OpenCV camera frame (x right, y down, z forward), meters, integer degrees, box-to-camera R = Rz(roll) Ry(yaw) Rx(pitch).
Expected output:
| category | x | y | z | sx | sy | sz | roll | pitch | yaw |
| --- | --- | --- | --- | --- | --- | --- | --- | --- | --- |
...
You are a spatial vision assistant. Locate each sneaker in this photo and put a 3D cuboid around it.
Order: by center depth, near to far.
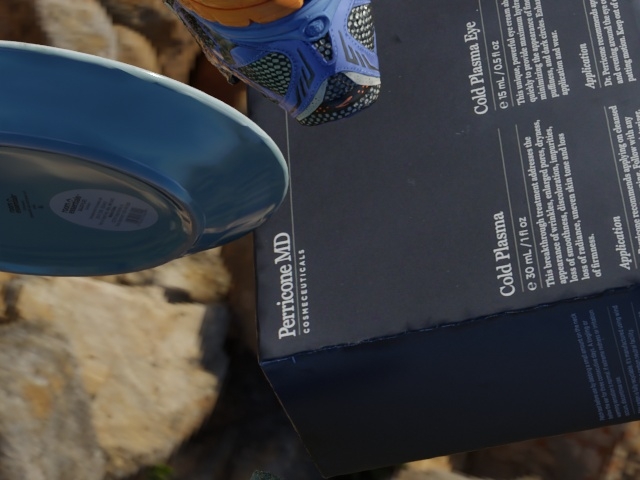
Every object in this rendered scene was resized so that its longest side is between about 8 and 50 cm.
| category | x | y | z | sx | sy | sz | roll | pitch | yaw |
| --- | --- | --- | --- | --- | --- | --- | --- | --- | --- |
| sneaker | -0.034 | -0.104 | 0.708 | 0.083 | 0.221 | 0.087 | -27 | 119 | 0 |

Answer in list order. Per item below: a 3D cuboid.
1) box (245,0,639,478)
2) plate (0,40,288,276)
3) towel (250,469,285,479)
| category | x | y | z | sx | sy | sz | roll | pitch | yaw |
| --- | --- | --- | --- | --- | --- | --- | --- | --- | --- |
| box | 0.117 | -0.032 | 1.362 | 0.179 | 0.312 | 0.343 | 67 | 16 | -51 |
| plate | -0.105 | -0.019 | 0.634 | 0.188 | 0.188 | 0.024 | 19 | 64 | -33 |
| towel | -0.006 | 0.239 | 1.283 | 0.148 | 0.027 | 0.110 | 32 | 112 | 8 |
